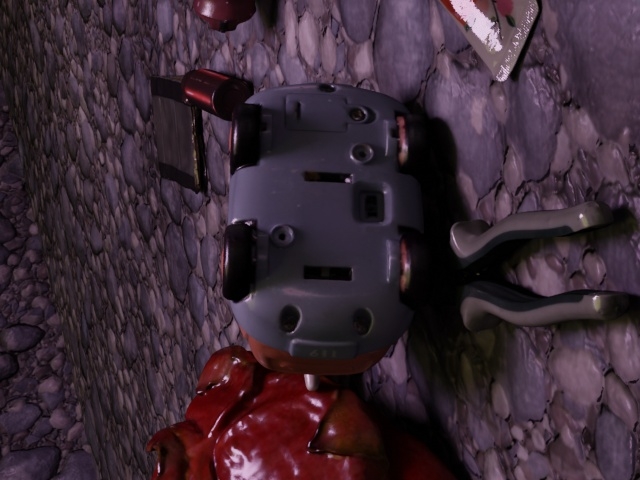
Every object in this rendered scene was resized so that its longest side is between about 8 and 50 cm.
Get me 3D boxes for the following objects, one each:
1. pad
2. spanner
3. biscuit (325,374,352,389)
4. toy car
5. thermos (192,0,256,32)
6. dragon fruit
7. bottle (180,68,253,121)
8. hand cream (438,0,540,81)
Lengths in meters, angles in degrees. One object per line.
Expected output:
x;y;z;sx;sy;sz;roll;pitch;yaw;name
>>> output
-0.220;-0.166;1.857;0.233;0.022;0.174;-161;64;-67;pad
0.145;0.028;1.000;0.325;0.040;0.095;169;94;-68;spanner
-0.023;0.181;1.416;0.144;0.079;0.426;-128;36;-49;biscuit
0.000;0.000;1.132;0.212;0.181;0.270;101;171;-62;toy car
-0.090;-0.379;1.347;0.136;0.110;0.330;42;137;39;thermos
-0.069;0.253;1.151;0.286;0.329;0.228;-7;113;61;dragon fruit
-0.142;-0.194;1.604;0.164;0.060;0.060;-149;54;-63;bottle
0.105;-0.233;1.013;0.234;0.050;0.080;58;144;34;hand cream
